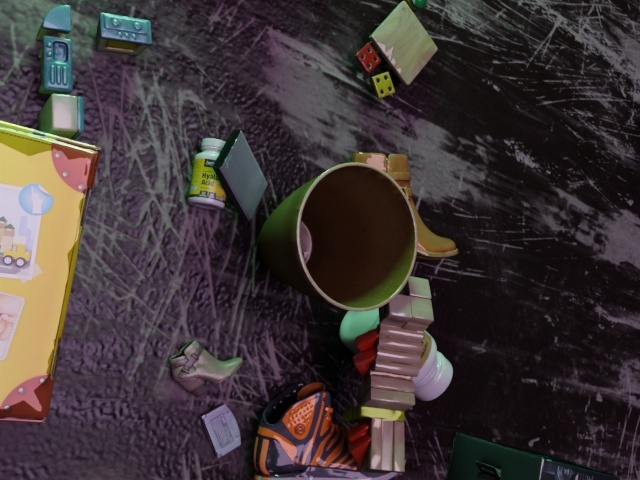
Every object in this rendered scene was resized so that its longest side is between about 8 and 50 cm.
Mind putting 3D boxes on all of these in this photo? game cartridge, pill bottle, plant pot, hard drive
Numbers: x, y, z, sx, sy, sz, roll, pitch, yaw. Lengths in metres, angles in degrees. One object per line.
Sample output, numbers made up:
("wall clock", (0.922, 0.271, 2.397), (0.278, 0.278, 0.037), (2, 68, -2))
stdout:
("game cartridge", (-0.174, 0.335, 1.108), (0.056, 0.017, 0.083), (-23, 99, -28))
("pill bottle", (-0.193, -0.116, 1.095), (0.065, 0.065, 0.117), (12, 80, -31))
("plant pot", (0.000, 0.000, 1.097), (0.237, 0.254, 0.237), (2, 86, -31))
("hard drive", (-0.140, -0.114, 1.104), (0.135, 0.022, 0.094), (65, 37, -46))
("pill bottle", (0.158, 0.219, 1.256), (0.229, 0.131, 0.131), (43, 66, -23))

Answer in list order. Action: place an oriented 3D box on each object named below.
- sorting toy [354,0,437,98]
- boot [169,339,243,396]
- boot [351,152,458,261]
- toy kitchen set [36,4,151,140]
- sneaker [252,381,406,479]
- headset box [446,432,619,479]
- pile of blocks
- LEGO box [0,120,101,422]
("sorting toy", (0.167, -0.416, 1.351), (0.132, 0.046, 0.275), (47, 64, -21))
("boot", (-0.201, 0.210, 1.084), (0.118, 0.042, 0.087), (-35, 103, -29))
("boot", (0.173, -0.067, 1.313), (0.283, 0.109, 0.220), (3, 81, -25))
("toy kitchen set", (-0.344, -0.256, 0.974), (0.166, 0.122, 0.207), (-1, 88, -32))
("sneaker", (0.030, 0.359, 1.171), (0.320, 0.124, 0.180), (5, 85, -32))
("headset box", (0.448, 0.525, 1.354), (0.283, 0.246, 0.131), (21, 77, -28))
("pile of blocks", (0.096, 0.235, 1.100), (0.112, 0.149, 0.363), (12, 89, -17))
("LEGO box", (-0.574, 0.011, 0.770), (0.499, 0.193, 0.373), (13, 80, -31))
